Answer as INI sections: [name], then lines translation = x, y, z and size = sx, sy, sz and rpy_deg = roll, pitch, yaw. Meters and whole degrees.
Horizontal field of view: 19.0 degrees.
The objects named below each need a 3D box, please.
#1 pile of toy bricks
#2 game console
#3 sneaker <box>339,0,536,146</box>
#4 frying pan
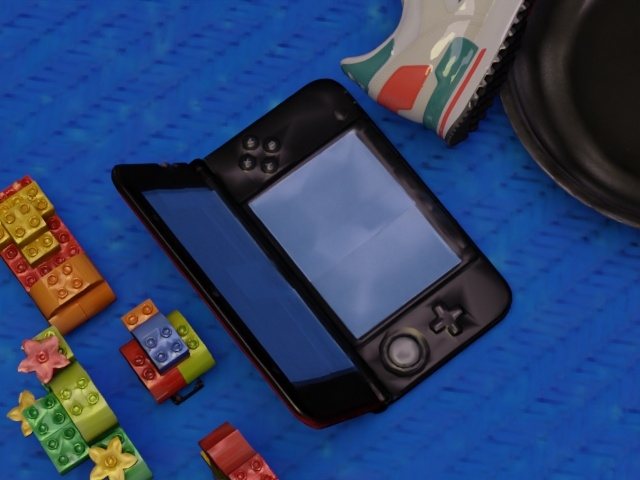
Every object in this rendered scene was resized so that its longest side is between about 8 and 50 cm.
[pile of toy bricks]
translation = -0.101, 0.067, 0.803
size = 0.118, 0.105, 0.212
rpy_deg = -36, 77, -11
[game console]
translation = 0.000, 0.000, 0.836
size = 0.124, 0.085, 0.144
rpy_deg = -36, 77, -11
[sneaker]
translation = 0.066, -0.126, 0.851
size = 0.075, 0.057, 0.161
rpy_deg = 26, 84, 11
[frying pan]
translation = 0.115, -0.093, 0.886
size = 0.326, 0.053, 0.197
rpy_deg = 4, 71, 13
